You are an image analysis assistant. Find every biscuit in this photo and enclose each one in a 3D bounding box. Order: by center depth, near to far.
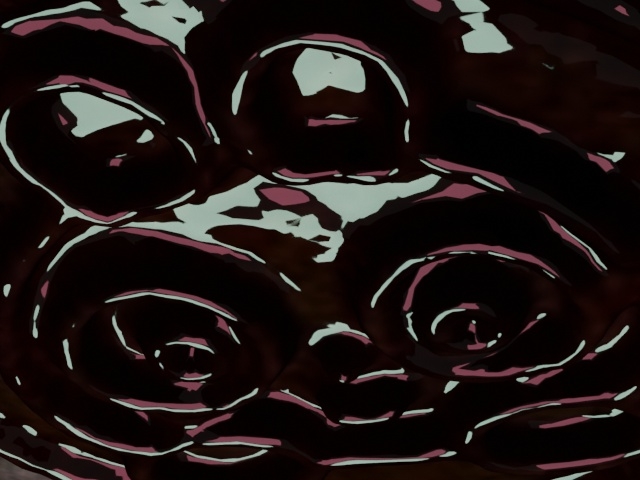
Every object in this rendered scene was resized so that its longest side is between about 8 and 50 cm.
[{"bbox_3d":[0.000,0.000,0.719,0.407,0.091,0.407,5,146,3],"label":"biscuit"}]
